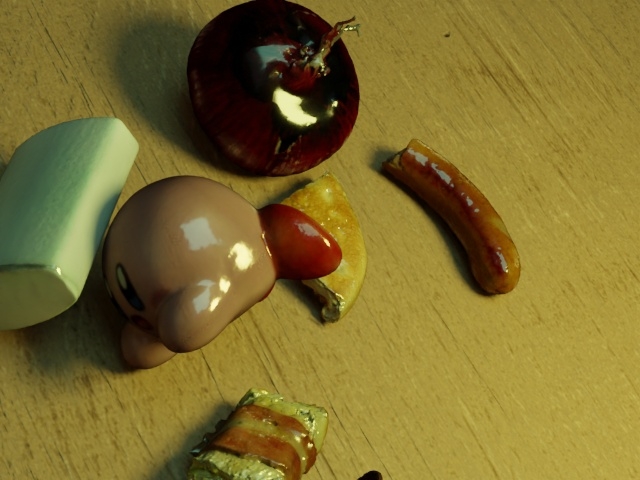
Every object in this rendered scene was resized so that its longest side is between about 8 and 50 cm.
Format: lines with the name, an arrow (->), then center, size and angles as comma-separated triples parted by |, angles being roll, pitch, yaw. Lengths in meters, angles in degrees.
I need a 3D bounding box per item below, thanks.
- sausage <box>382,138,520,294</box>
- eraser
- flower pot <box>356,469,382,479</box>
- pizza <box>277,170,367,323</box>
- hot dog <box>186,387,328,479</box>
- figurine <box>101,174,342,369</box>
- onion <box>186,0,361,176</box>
sausage -> 0.216, -0.044, 2.168 | 0.102, 0.076, 0.302 | -27, 67, -32
eraser -> -0.357, -0.026, 1.790 | 0.104, 0.189, 0.290 | 52, 35, -32
flower pot -> 0.074, 0.358, 1.744 | 0.089, 0.111, 0.111 | 37, 44, -11
pizza -> 0.006, 0.004, 2.034 | 0.134, 0.056, 0.271 | 4, 52, -27
hot dog -> -0.077, 0.271, 1.740 | 0.146, 0.103, 0.213 | 20, 32, 19
figurine -> -0.160, 0.016, 1.788 | 0.261, 0.269, 0.211 | -31, 93, -31
onion -> -0.055, -0.236, 2.062 | 0.273, 0.285, 0.273 | 8, 73, -29
